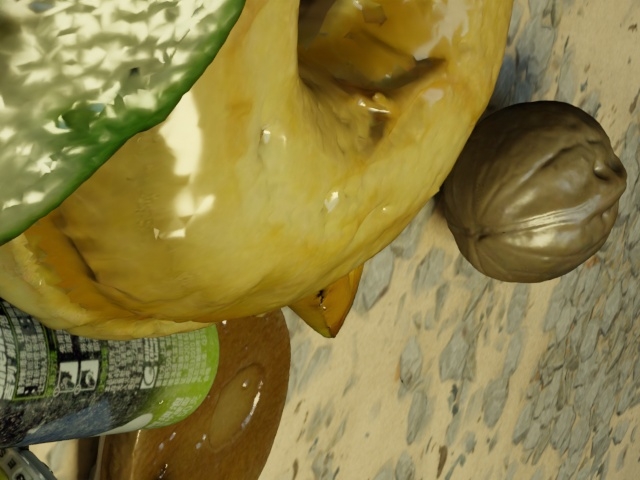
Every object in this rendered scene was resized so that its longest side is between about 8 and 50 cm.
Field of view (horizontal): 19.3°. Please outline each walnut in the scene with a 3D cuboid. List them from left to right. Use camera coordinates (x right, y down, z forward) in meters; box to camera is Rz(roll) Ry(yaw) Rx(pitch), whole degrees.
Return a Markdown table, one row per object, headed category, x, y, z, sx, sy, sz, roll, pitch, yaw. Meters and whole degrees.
| category | x | y | z | sx | sy | sz | roll | pitch | yaw |
| --- | --- | --- | --- | --- | --- | --- | --- | --- | --- |
| walnut | 0.167 | -0.038 | 1.469 | 0.162 | 0.140 | 0.140 | -40 | 142 | -61 |

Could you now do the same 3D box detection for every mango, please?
| category | x | y | z | sx | sy | sz | roll | pitch | yaw |
| --- | --- | --- | --- | --- | --- | --- | --- | --- | --- |
| mango | 0.000 | 0.000 | 1.255 | 0.187 | 0.066 | 0.101 | 78 | 32 | -55 |

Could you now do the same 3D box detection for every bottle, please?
| category | x | y | z | sx | sy | sz | roll | pitch | yaw |
| --- | --- | --- | --- | --- | --- | --- | --- | --- | --- |
| bottle | -0.171 | 0.059 | 0.936 | 0.330 | 0.093 | 0.093 | 3 | 106 | -63 |

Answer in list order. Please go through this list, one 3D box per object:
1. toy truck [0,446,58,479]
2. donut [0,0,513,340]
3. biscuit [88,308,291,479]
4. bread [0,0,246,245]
| category | x | y | z | sx | sy | sz | roll | pitch | yaw |
| --- | --- | --- | --- | --- | --- | --- | --- | --- | --- |
| toy truck | -0.172 | 0.156 | 1.037 | 0.077 | 0.076 | 0.111 | -40 | 145 | -13 |
| donut | -0.041 | -0.153 | 0.919 | 0.449 | 0.198 | 0.448 | -43 | 144 | -43 |
| biscuit | -0.087 | 0.120 | 1.184 | 0.181 | 0.049 | 0.208 | -27 | 133 | -55 |
| bread | -0.183 | -0.124 | 0.554 | 0.382 | 0.129 | 0.366 | -40 | 143 | 7 |
